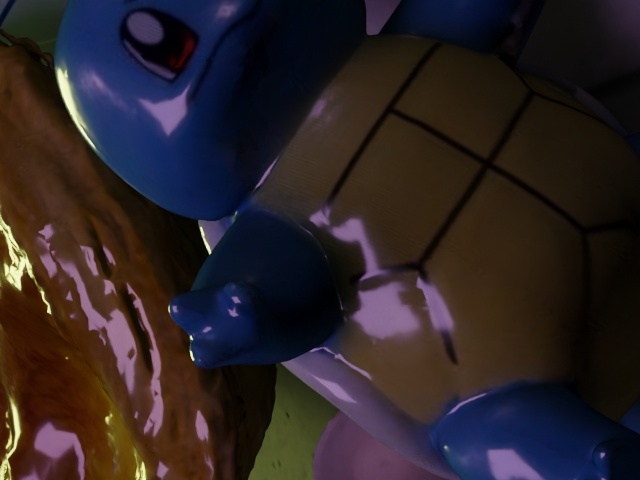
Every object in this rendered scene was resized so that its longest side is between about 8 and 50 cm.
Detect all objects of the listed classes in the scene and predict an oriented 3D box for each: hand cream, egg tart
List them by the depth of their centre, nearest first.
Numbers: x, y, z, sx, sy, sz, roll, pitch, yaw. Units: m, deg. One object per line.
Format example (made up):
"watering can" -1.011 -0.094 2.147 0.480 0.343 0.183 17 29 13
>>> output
"hand cream" 0.065 0.172 1.013 0.133 0.083 0.248 40 170 25
"egg tart" -0.160 0.060 1.131 0.443 0.178 0.443 32 132 43

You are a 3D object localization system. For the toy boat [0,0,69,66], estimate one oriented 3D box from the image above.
"toy boat" -0.214 -0.181 1.147 0.291 0.067 0.220 13 115 20

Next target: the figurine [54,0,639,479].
"figurine" 0.075 -0.008 0.802 0.416 0.298 0.243 43 164 -21
